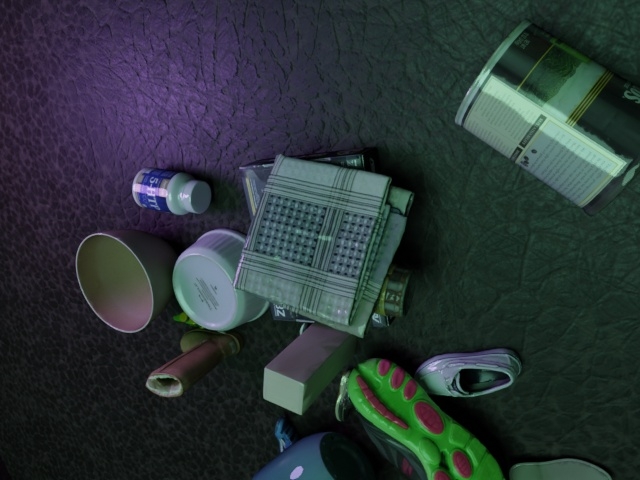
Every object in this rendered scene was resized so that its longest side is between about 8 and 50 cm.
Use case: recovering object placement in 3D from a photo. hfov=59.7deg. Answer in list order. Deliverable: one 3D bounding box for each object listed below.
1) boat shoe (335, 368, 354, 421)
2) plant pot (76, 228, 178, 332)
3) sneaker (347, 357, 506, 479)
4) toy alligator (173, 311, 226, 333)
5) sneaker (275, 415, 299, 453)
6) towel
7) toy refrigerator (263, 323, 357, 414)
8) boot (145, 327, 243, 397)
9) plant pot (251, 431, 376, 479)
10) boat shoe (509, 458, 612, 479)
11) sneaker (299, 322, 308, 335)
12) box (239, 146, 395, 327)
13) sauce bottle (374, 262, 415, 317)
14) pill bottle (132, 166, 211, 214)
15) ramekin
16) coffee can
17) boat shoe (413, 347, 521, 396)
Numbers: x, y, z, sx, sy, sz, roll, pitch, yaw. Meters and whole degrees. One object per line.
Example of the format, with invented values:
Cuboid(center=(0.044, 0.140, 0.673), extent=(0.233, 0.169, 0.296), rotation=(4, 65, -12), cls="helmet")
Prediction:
Cuboid(center=(0.073, 0.403, 1.422), extent=(0.049, 0.056, 0.152), rotation=(18, 117, 29), cls="boat shoe")
Cuboid(center=(-0.504, 0.088, 1.554), extent=(0.284, 0.191, 0.284), rotation=(11, 113, 27), cls="plant pot")
Cuboid(center=(0.246, 0.476, 1.279), extent=(0.483, 0.185, 0.202), rotation=(53, 166, 16), cls="sneaker")
Cuboid(center=(-0.339, 0.224, 1.599), extent=(0.189, 0.056, 0.051), rotation=(9, 72, 26), cls="toy alligator")
Cuboid(center=(-0.088, 0.560, 1.581), extent=(0.059, 0.053, 0.144), rotation=(1, 118, 31), cls="sneaker")
Cuboid(center=(-0.002, -0.002, 1.117), extent=(0.324, 0.056, 0.312), rotation=(17, 84, 23), cls="towel")
Cuboid(center=(-0.017, 0.283, 1.298), extent=(0.102, 0.269, 0.094), rotation=(16, 116, 24), cls="toy refrigerator")
Cuboid(center=(-0.372, 0.326, 1.520), extent=(0.236, 0.269, 0.089), rotation=(-12, 100, 32), cls="boot")
Cuboid(center=(0.000, 0.636, 1.428), extent=(0.293, 0.293, 0.235), rotation=(42, 111, 10), cls="plant pot")
Cuboid(center=(0.523, 0.519, 1.217), extent=(0.206, 0.075, 0.065), rotation=(-9, 147, 27), cls="boat shoe")
Cuboid(center=(-0.034, 0.244, 1.443), extent=(0.035, 0.031, 0.083), rotation=(12, 119, 11), cls="sneaker")
Cuboid(center=(0.000, 0.000, 1.286), extent=(0.318, 0.097, 0.395), rotation=(-3, 108, 28), cls="box")
Cuboid(center=(0.024, 0.075, 1.179), extent=(0.344, 0.111, 0.111), rotation=(13, 115, 23), cls="sauce bottle")
Cuboid(center=(-0.383, -0.126, 1.450), extent=(0.186, 0.112, 0.112), rotation=(11, 114, 26), cls="pill bottle")
Cuboid(center=(-0.265, 0.112, 1.463), extent=(0.272, 0.127, 0.273), rotation=(11, 114, 26), cls="ramekin")
Cuboid(center=(0.392, -0.200, 0.914), extent=(0.275, 0.201, 0.201), rotation=(38, 123, 12), cls="coffee can")
Cuboid(center=(0.309, 0.300, 1.227), extent=(0.258, 0.084, 0.095), rotation=(-28, 94, 35), cls="boat shoe")
